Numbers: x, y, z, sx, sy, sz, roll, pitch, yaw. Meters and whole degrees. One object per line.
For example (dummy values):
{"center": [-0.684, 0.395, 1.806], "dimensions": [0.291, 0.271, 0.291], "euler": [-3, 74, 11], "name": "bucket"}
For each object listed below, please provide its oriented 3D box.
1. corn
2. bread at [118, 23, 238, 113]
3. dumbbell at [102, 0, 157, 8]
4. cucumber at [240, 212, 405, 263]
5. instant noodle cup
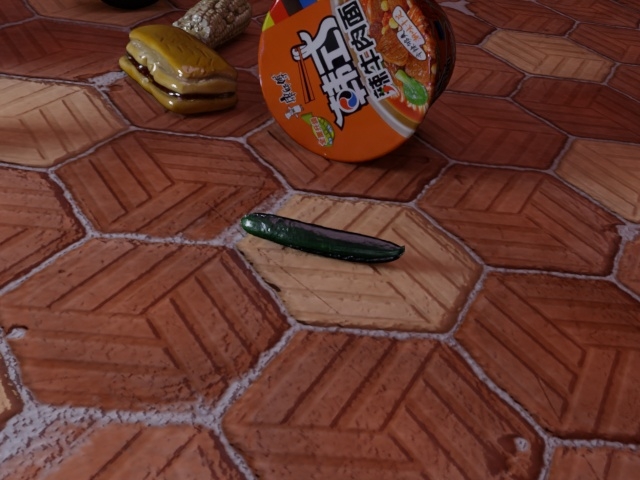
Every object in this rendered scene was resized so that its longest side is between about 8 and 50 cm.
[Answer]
{"center": [-0.181, -0.369, 1.328], "dimensions": [0.087, 0.087, 0.211], "euler": [17, 32, 10], "name": "corn"}
{"center": [-0.207, -0.253, 1.162], "dimensions": [0.116, 0.077, 0.200], "euler": [-8, 37, -39], "name": "bread"}
{"center": [-0.400, -0.579, 1.480], "dimensions": [0.204, 0.203, 0.322], "euler": [-12, 39, -29], "name": "dumbbell"}
{"center": [0.000, 0.000, 0.864], "dimensions": [0.184, 0.033, 0.036], "euler": [14, 58, 6], "name": "cucumber"}
{"center": [0.067, -0.250, 1.084], "dimensions": [0.250, 0.250, 0.192], "euler": [22, 27, 18], "name": "instant noodle cup"}
